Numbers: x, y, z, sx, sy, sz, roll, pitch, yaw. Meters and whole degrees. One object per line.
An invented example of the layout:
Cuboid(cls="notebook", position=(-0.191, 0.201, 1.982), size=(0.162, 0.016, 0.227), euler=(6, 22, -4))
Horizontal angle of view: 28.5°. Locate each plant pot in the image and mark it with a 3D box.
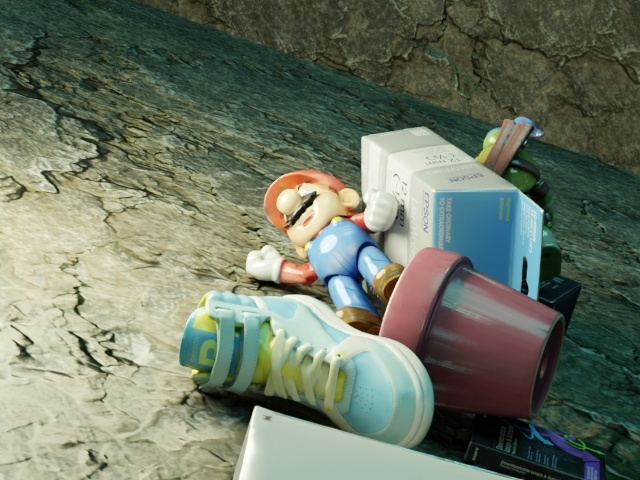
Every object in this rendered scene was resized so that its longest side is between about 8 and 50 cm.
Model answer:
Cuboid(cls="plant pot", position=(0.183, 0.123, 1.487), size=(0.180, 0.201, 0.201), euler=(15, 15, 22))

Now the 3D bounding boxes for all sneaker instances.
Cuboid(cls="sneaker", position=(-0.035, 0.145, 1.387), size=(0.208, 0.127, 0.319), euler=(6, 10, -35))

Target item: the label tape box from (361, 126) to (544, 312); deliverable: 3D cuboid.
Cuboid(cls="label tape box", position=(0.170, 0.016, 1.727), size=(0.115, 0.249, 0.348), euler=(-9, 25, -18))

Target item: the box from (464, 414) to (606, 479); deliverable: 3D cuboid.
Cuboid(cls="box", position=(0.253, 0.250, 1.475), size=(0.162, 0.029, 0.116), euler=(16, 16, 7))

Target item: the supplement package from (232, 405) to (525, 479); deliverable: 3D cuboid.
Cuboid(cls="supplement package", position=(0.044, 0.269, 1.022), size=(0.261, 0.145, 0.204), euler=(15, 17, -2))

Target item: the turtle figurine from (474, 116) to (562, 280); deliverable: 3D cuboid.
Cuboid(cls="turtle figurine", position=(0.265, -0.027, 1.921), size=(0.198, 0.274, 0.266), euler=(36, 30, -27))

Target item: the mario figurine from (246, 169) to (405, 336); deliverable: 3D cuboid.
Cuboid(cls="mario figurine", position=(0.000, 0.000, 1.753), size=(0.198, 0.170, 0.320), euler=(-19, 40, -14))

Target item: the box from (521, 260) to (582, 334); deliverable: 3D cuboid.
Cuboid(cls="box", position=(0.290, 0.090, 1.902), size=(0.158, 0.093, 0.156), euler=(23, 18, 23))
